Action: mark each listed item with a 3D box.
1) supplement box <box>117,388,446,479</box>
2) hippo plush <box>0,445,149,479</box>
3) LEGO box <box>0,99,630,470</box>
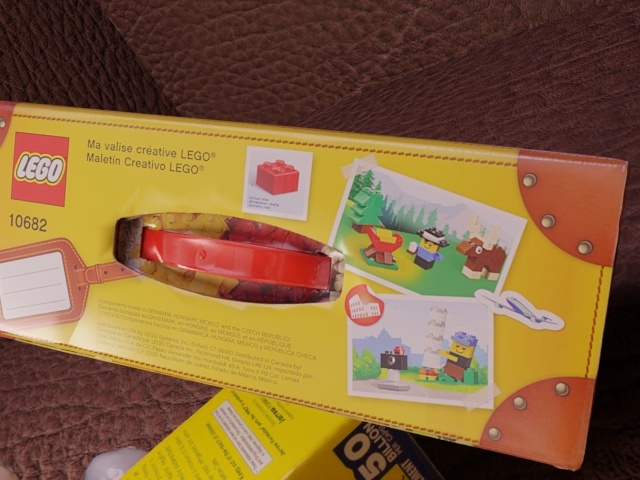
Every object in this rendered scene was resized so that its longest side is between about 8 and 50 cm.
[{"bbox_3d":[-0.070,0.284,0.674,0.356,0.194,0.195,-41,22,-12],"label":"supplement box"},{"bbox_3d":[-0.253,0.360,0.827,0.237,0.294,0.234,-14,37,-16],"label":"hippo plush"},{"bbox_3d":[0.000,0.000,0.687,0.500,0.193,0.372,8,7,21],"label":"LEGO box"}]
